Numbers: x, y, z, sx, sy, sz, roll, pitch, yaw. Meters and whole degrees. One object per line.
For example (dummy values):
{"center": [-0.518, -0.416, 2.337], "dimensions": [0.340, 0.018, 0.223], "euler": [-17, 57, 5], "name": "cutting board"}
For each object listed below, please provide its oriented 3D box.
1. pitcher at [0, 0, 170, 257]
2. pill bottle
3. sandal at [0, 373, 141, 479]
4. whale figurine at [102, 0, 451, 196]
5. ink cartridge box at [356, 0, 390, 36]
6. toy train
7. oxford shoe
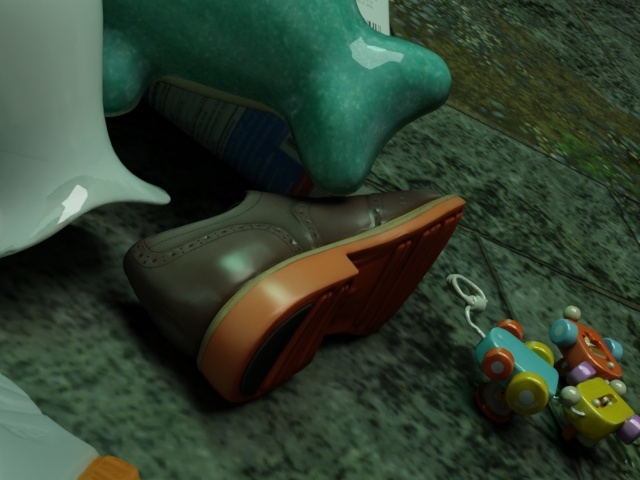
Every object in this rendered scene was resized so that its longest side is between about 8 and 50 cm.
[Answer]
{"center": [-0.167, -0.084, 0.500], "dimensions": [0.178, 0.125, 0.207], "euler": [-40, 117, -55], "name": "pitcher"}
{"center": [-0.056, -0.122, 0.742], "dimensions": [0.221, 0.124, 0.124], "euler": [38, 27, 5], "name": "pill bottle"}
{"center": [-0.107, 0.105, 0.381], "dimensions": [0.265, 0.076, 0.102], "euler": [28, 3, 35], "name": "sandal"}
{"center": [-0.051, -0.151, 0.610], "dimensions": [0.272, 0.216, 0.141], "euler": [44, -17, 9], "name": "whale figurine"}
{"center": [-0.075, -0.277, 0.916], "dimensions": [0.296, 0.066, 0.261], "euler": [18, 59, -32], "name": "ink cartridge box"}
{"center": [0.143, 0.084, 0.730], "dimensions": [0.166, 0.046, 0.125], "euler": [20, 29, -34], "name": "toy train"}
{"center": [0.000, 0.000, 0.645], "dimensions": [0.098, 0.097, 0.271], "euler": [38, 26, 18], "name": "oxford shoe"}
